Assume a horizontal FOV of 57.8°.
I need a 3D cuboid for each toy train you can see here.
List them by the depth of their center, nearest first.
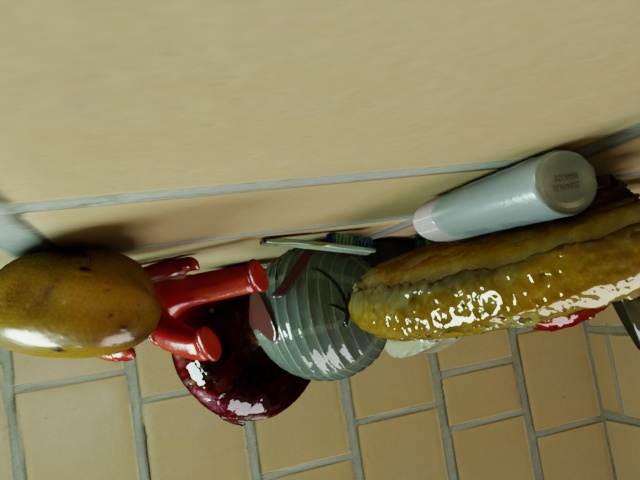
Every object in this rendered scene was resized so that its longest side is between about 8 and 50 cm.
[{"bbox_3d":[0.210,0.006,1.075,0.081,0.050,0.122,-13,174,-3],"label":"toy train"}]

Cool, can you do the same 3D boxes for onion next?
[{"bbox_3d":[-0.133,0.195,1.123,0.314,0.314,0.232,-5,167,-35],"label":"onion"}]

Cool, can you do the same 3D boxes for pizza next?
[{"bbox_3d":[0.268,0.020,0.671,0.406,0.130,0.440,-20,180,-31],"label":"pizza"}]

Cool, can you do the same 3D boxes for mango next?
[{"bbox_3d":[-0.262,0.065,0.623,0.177,0.120,0.295,3,167,-29],"label":"mango"}]

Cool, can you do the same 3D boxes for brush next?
[{"bbox_3d":[0.000,0.001,0.831,0.178,0.030,0.033,6,175,-26],"label":"brush"}]

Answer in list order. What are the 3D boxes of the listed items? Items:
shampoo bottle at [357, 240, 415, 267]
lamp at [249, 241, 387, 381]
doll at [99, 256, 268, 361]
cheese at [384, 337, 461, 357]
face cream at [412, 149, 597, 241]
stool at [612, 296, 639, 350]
[{"bbox_3d":[0.169,0.035,1.199,0.098,0.071,0.309,-15,174,30],"label":"shampoo bottle"},{"bbox_3d":[-0.004,0.118,0.952,0.233,0.233,0.265,-11,-178,18],"label":"lamp"},{"bbox_3d":[-0.261,0.095,0.822,0.384,0.099,0.188,-7,-147,31],"label":"doll"},{"bbox_3d":[0.283,0.176,1.644,0.153,0.292,0.332,-4,167,-35],"label":"cheese"},{"bbox_3d":[0.171,-0.037,0.568,0.084,0.057,0.198,-8,177,-21],"label":"face cream"},{"bbox_3d":[0.524,0.021,0.781,0.264,0.179,0.179,-25,169,19],"label":"stool"}]
